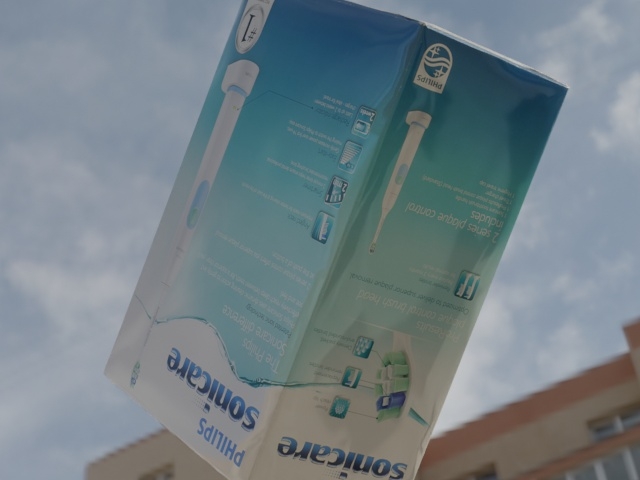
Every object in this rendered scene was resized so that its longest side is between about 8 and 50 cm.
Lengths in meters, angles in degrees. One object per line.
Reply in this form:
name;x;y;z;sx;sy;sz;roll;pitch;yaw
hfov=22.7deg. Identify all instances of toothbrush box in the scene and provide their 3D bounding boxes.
toothbrush box;0.000;0.000;1.024;0.126;0.216;0.295;19;-86;-34
